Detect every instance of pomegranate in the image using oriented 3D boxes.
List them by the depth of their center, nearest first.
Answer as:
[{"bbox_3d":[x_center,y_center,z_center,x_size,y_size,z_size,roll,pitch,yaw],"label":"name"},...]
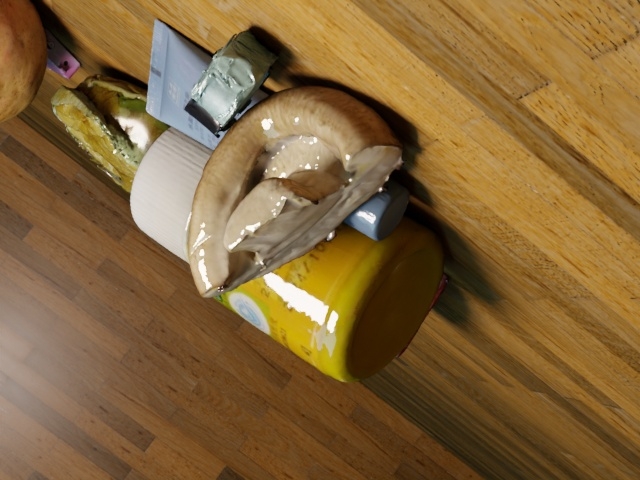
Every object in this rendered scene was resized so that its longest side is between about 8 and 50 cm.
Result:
[{"bbox_3d":[-0.589,-0.309,1.569,0.322,0.322,0.322,36,170,8],"label":"pomegranate"}]

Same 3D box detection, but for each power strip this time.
[{"bbox_3d":[-0.544,-0.371,1.815,0.279,0.037,0.109,28,166,41],"label":"power strip"}]

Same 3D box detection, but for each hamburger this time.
[{"bbox_3d":[-0.304,-0.169,1.660,0.265,0.134,0.285,33,162,35],"label":"hamburger"}]

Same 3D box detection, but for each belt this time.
[{"bbox_3d":[-0.097,-0.166,1.047,0.058,0.105,0.140,39,160,-6],"label":"belt"}]

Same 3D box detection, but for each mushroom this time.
[{"bbox_3d":[-0.051,-0.067,1.047,0.156,0.286,0.151,-3,-122,-58],"label":"mushroom"}]

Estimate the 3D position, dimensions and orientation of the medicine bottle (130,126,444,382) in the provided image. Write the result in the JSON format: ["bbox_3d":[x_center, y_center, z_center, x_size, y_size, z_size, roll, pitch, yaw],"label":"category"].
[{"bbox_3d":[-0.052,-0.001,1.287,0.384,0.224,0.224,32,169,27],"label":"medicine bottle"}]

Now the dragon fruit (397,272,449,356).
[{"bbox_3d":[0.084,0.086,1.491,0.161,0.126,0.274,36,169,6],"label":"dragon fruit"}]

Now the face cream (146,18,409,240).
[{"bbox_3d":[-0.066,-0.124,1.179,0.385,0.086,0.135,33,132,23],"label":"face cream"}]
